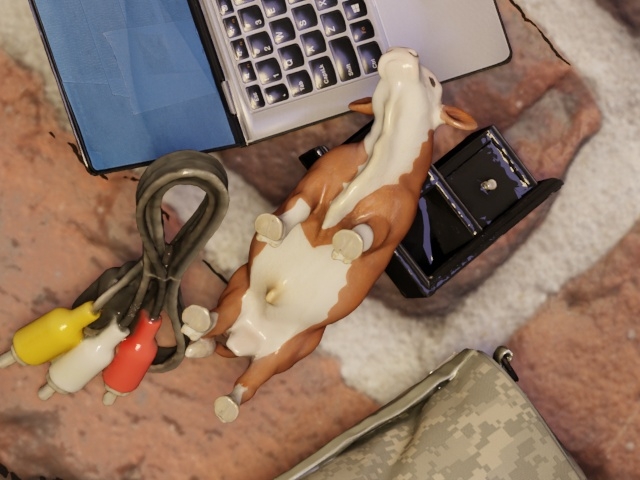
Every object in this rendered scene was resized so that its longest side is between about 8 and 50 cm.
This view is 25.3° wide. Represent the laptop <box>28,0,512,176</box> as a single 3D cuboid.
[{"bbox_3d":[-0.053,-0.280,1.110,0.408,0.236,0.381,-18,92,-12],"label":"laptop"}]

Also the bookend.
[{"bbox_3d":[0.094,-0.058,1.215,0.157,0.072,0.156,-38,95,-12],"label":"bookend"}]

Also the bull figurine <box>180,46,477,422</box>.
[{"bbox_3d":[0.000,0.000,1.088,0.101,0.188,0.310,36,120,9],"label":"bull figurine"}]

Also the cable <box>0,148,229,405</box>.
[{"bbox_3d":[-0.130,0.045,1.086,0.140,0.287,0.072,22,49,-25],"label":"cable"}]

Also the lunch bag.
[{"bbox_3d":[0.080,0.258,1.126,0.305,0.212,0.256,-31,95,-13],"label":"lunch bag"}]
